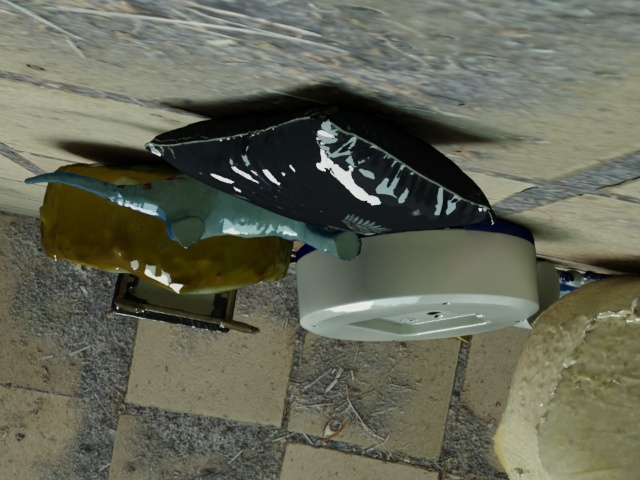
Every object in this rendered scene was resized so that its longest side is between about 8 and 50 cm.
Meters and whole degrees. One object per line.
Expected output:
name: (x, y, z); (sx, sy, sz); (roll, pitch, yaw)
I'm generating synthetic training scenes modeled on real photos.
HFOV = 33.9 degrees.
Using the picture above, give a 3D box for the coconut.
coconut: (0.365, 0.204, 1.126); (0.346, 0.347, 0.360); (11, 168, -8)

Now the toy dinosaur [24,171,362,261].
toy dinosaur: (-0.053, -0.032, 0.815); (0.329, 0.076, 0.144); (1, -173, -22)

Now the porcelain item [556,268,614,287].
porcelain item: (0.351, 0.053, 1.297); (0.136, 0.021, 0.075); (11, 176, -2)

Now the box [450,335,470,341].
box: (0.124, 0.097, 1.337); (0.089, 0.022, 0.156); (11, 169, 32)

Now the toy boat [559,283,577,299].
toy boat: (0.386, 0.090, 1.624); (0.080, 0.046, 0.229); (13, 179, 10)

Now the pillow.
pillow: (-0.003, -0.042, 0.636); (0.141, 0.055, 0.208); (21, 171, -33)

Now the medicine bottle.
medicine bottle: (0.199, 0.057, 1.315); (0.183, 0.086, 0.086); (7, 174, 42)

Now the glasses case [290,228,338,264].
glasses case: (0.000, 0.000, 1.146); (0.102, 0.070, 0.193); (12, 176, -31)

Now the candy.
candy: (-0.151, -0.013, 1.054); (0.259, 0.118, 0.260); (10, 179, 0)

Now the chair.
chair: (-0.184, 0.033, 1.430); (0.188, 0.166, 0.272); (12, 176, -20)

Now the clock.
clock: (0.093, 0.043, 1.004); (0.230, 0.083, 0.230); (-5, 166, -1)
